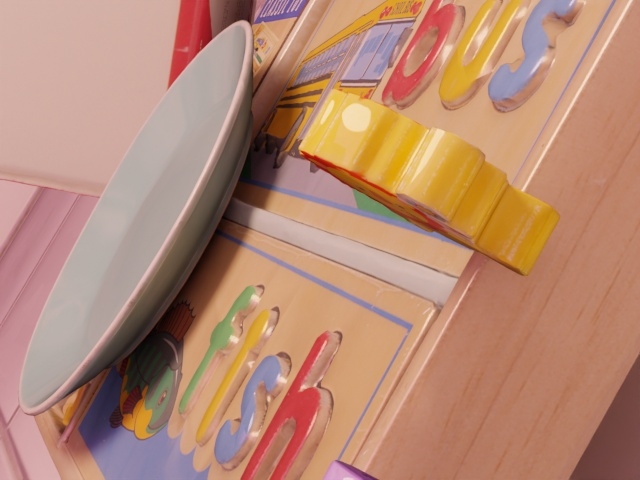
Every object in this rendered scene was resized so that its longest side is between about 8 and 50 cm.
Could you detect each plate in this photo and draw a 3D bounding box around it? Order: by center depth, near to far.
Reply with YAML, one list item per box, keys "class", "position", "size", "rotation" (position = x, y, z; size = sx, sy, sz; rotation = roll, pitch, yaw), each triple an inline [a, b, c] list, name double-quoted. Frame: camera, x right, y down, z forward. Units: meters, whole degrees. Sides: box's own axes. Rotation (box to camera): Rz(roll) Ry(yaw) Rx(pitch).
- class: "plate"
  position: [-0.071, -0.007, 0.629]
  size: [0.188, 0.024, 0.188]
  rotation: [-52, 18, 24]

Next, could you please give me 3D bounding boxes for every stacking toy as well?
- class: "stacking toy"
  position: [0.046, 0.077, 0.278]
  size: [0.221, 0.052, 0.167]
  rotation: [26, 85, 40]

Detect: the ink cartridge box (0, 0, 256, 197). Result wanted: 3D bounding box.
- class: "ink cartridge box"
  position: [-0.134, -0.195, 1.048]
  size: [0.385, 0.160, 0.279]
  rotation: [-76, -5, -80]

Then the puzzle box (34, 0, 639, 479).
- class: "puzzle box"
  position: [0.000, 0.000, 0.549]
  size: [0.272, 0.052, 0.409]
  rotation: [-60, 17, -4]
